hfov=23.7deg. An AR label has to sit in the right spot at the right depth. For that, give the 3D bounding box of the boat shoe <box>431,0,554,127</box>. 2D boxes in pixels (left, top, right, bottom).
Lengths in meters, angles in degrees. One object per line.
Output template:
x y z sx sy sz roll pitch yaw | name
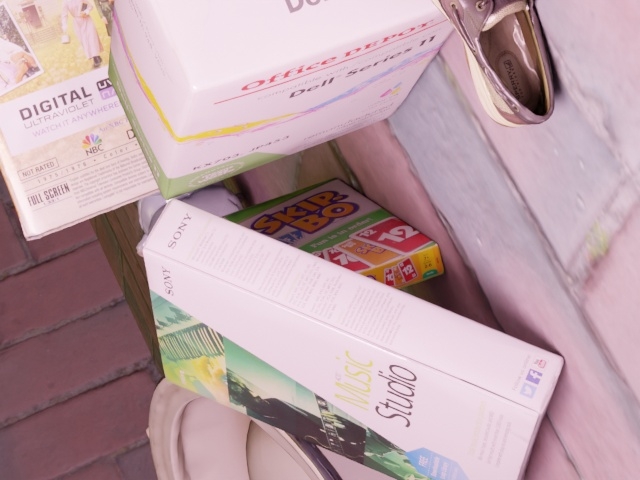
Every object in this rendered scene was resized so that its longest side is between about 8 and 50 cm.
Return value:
0.103 -0.138 0.904 0.152 0.056 0.049 61 164 -17 | boat shoe

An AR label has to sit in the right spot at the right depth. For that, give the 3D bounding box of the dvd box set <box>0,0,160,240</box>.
-0.171 -0.247 1.231 0.062 0.307 0.420 -143 32 -69 | dvd box set

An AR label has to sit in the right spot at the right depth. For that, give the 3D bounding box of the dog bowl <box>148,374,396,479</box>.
0.001 0.281 1.565 0.408 0.150 0.408 37 142 36 | dog bowl

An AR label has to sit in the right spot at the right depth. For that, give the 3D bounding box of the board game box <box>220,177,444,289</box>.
0.000 0.000 1.358 0.259 0.124 0.039 -146 39 -66 | board game box

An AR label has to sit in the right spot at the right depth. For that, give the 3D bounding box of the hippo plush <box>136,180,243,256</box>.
-0.207 -0.072 1.810 0.294 0.234 0.237 45 154 56 | hippo plush

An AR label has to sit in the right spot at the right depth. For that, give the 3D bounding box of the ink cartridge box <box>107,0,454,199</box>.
-0.024 -0.151 1.027 0.353 0.207 0.119 126 122 -75 | ink cartridge box

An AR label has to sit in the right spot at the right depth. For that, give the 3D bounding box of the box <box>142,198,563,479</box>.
0.019 0.103 1.206 0.322 0.058 0.232 23 152 13 | box

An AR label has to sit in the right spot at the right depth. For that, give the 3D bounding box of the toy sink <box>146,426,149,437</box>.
-0.087 0.261 2.050 0.153 0.234 0.131 59 -166 26 | toy sink
